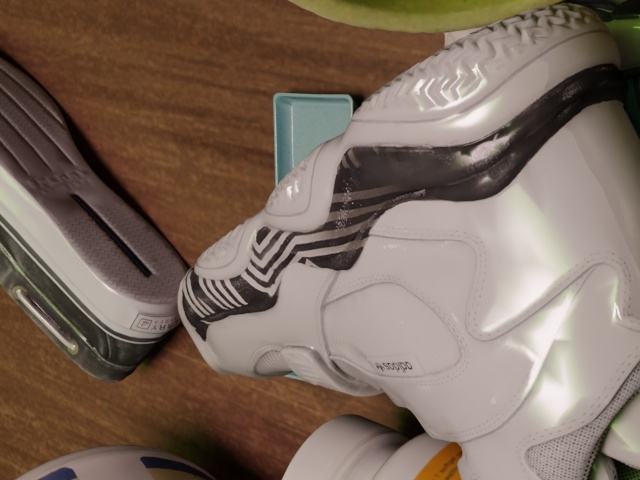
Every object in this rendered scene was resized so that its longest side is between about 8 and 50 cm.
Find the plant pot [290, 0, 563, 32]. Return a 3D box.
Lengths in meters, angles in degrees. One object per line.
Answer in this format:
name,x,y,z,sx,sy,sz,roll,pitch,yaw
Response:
plant pot,0.039,-0.278,0.494,0.276,0.276,0.254,-53,42,34

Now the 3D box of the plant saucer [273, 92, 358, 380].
plant saucer,0.000,0.000,0.737,0.067,0.018,0.192,8,104,39

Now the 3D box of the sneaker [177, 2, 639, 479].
sneaker,0.054,0.058,0.571,0.210,0.137,0.366,62,147,9

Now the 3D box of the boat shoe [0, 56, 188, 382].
boat shoe,-0.240,-0.027,0.865,0.335,0.121,0.119,48,121,20

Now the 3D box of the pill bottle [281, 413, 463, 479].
pill bottle,0.096,0.184,0.613,0.246,0.136,0.136,19,110,36

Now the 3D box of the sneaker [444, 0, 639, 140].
sneaker,0.184,-0.069,0.535,0.275,0.107,0.110,10,123,44

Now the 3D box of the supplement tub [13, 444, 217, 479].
supplement tub,-0.092,0.290,0.679,0.316,0.228,0.228,35,121,53
